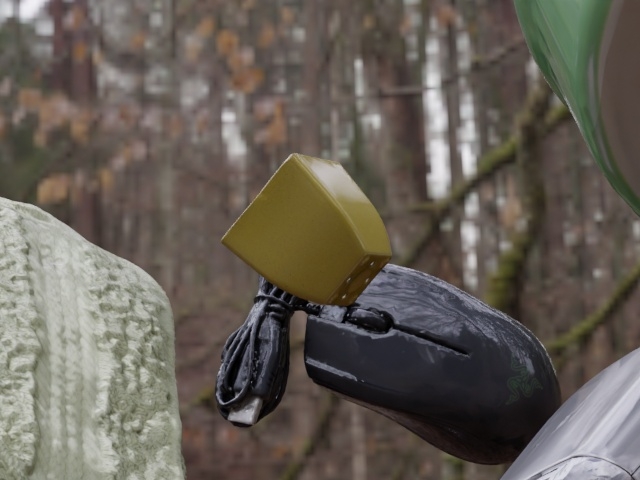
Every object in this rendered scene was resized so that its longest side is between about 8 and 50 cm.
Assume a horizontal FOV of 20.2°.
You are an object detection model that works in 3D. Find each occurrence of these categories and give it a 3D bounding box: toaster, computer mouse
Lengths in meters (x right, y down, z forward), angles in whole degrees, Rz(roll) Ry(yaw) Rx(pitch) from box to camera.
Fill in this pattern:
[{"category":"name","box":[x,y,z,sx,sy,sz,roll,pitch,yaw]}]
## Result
[{"category":"toaster","box":[0.159,0.152,0.962,0.146,0.129,0.227,-39,-4,-40]},{"category":"computer mouse","box":[0.067,0.089,1.401,0.272,0.188,0.072,20,-23,-3]}]

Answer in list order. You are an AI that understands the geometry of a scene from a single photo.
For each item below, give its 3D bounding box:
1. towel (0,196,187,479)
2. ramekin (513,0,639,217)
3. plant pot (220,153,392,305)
[{"category":"towel","box":[-0.090,0.039,0.572,0.110,0.148,0.027,26,-59,-27]},{"category":"ramekin","box":[0.254,-0.125,0.909,0.303,0.148,0.303,-1,-56,-1]},{"category":"plant pot","box":[0.000,0.000,1.231,0.081,0.083,0.081,-51,-20,14]}]
